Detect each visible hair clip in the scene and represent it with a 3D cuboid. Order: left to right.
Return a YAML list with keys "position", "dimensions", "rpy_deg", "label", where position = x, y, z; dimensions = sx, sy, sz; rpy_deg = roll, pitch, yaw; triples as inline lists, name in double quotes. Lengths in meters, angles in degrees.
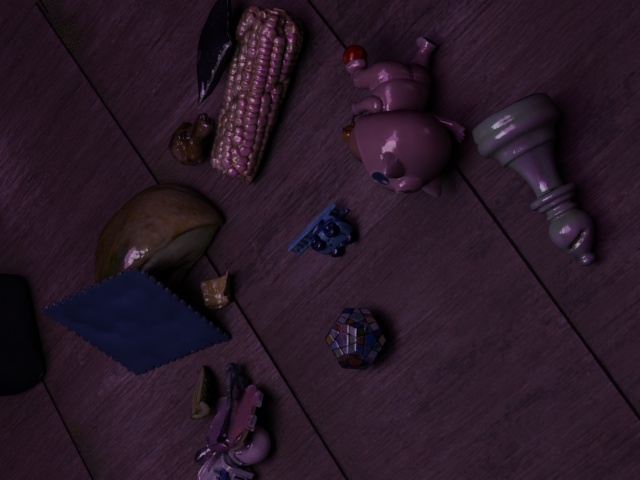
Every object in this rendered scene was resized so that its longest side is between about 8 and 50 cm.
- position: [-0.162, 0.315, 1.931]
  dimensions: [0.146, 0.056, 0.187]
  rpy_deg: [-29, 42, 38]
  label: "hair clip"

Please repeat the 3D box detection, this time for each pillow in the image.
- position: [-0.199, -0.365, 1.978]
  dimensions: [0.141, 0.055, 0.208]
  rpy_deg: [-59, 22, 33]
  label: "pillow"

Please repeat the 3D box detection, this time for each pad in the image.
- position: [-0.352, 0.159, 2.004]
  dimensions: [0.269, 0.269, 0.012]
  rpy_deg: [-22, 42, 29]
  label: "pad"

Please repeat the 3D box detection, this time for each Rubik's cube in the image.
- position: [0.061, 0.170, 1.808]
  dimensions: [0.093, 0.111, 0.111]
  rpy_deg: [36, 108, 2]
  label: "Rubik's cube"

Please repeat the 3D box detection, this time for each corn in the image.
- position: [-0.125, -0.272, 1.955]
  dimensions: [0.126, 0.126, 0.335]
  rpy_deg: [26, 104, 32]
  label: "corn"

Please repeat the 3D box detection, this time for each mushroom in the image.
- position: [-0.368, 0.013, 2.054]
  dimensions: [0.217, 0.212, 0.292]
  rpy_deg: [41, 116, 24]
  label: "mushroom"

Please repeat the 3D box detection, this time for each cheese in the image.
- position: [-0.190, 0.094, 2.013]
  dimensions: [0.084, 0.041, 0.060]
  rpy_deg: [-32, 61, 44]
  label: "cheese"

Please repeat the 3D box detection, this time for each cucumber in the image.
- position: [-0.220, 0.288, 2.006]
  dimensions: [0.107, 0.035, 0.067]
  rpy_deg: [-89, 20, -49]
  label: "cucumber"

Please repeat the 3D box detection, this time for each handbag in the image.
- position: [-0.769, 0.201, 2.246]
  dimensions: [0.178, 0.301, 0.275]
  rpy_deg: [-31, 68, 35]
  label: "handbag"

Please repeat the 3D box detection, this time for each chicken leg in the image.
- position: [-0.241, -0.196, 2.015]
  dimensions: [0.198, 0.069, 0.085]
  rpy_deg: [153, 130, -64]
  label: "chicken leg"

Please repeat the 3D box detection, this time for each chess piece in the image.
- position: [0.353, -0.083, 1.624]
  dimensions: [0.139, 0.139, 0.272]
  rpy_deg: [-31, 80, 28]
  label: "chess piece"

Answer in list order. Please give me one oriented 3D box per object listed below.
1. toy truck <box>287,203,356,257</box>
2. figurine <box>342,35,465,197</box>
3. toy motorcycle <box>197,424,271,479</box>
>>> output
- position: [0.000, 0.000, 1.884]
  dimensions: [0.136, 0.063, 0.074]
  rpy_deg: [-43, 45, 26]
  label: "toy truck"
- position: [0.128, -0.204, 1.769]
  dimensions: [0.186, 0.176, 0.288]
  rpy_deg: [-27, 65, 47]
  label: "figurine"
- position: [-0.184, 0.441, 1.958]
  dimensions: [0.112, 0.112, 0.254]
  rpy_deg: [43, 104, 28]
  label: "toy motorcycle"
